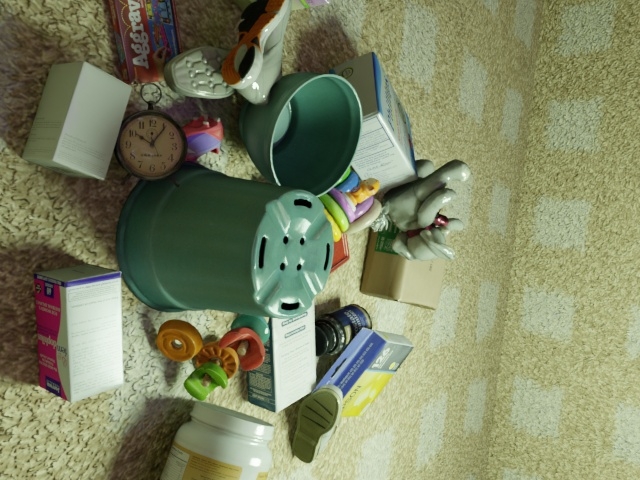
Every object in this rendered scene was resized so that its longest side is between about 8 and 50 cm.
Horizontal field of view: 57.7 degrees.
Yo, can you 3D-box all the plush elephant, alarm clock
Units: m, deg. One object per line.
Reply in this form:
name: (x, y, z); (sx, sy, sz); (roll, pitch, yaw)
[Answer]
plush elephant: (0.315, -0.058, 1.715); (0.330, 0.272, 0.255); (-41, 109, -15)
alarm clock: (-0.318, -0.197, 1.088); (0.130, 0.064, 0.191); (0, 101, -26)

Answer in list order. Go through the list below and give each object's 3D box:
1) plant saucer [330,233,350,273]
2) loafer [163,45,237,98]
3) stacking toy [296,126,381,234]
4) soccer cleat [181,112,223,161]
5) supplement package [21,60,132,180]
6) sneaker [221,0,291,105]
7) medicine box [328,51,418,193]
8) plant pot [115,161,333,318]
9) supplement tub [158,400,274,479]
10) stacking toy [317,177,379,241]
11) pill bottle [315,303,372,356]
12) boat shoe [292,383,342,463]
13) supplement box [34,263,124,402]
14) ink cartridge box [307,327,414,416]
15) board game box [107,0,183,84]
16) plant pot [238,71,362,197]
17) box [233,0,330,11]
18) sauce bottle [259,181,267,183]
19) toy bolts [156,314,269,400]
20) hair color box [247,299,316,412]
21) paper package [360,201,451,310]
plant saucer: (0.000, 0.000, 1.678); (0.259, 0.048, 0.258); (-34, 122, -46)
loafer: (-0.220, -0.362, 1.257); (0.319, 0.112, 0.111); (-27, 111, -52)
stacking toy: (0.028, -0.179, 1.580); (0.330, 0.141, 0.141); (54, 52, -22)
soccer cleat: (-0.300, -0.195, 1.216); (0.248, 0.083, 0.095); (-33, 136, -45)
supplement package: (-0.425, -0.207, 1.019); (0.105, 0.105, 0.179); (24, 78, -52)
sneaker: (-0.118, -0.406, 1.238); (0.121, 0.099, 0.262); (47, 60, -53)
medicine box: (0.148, -0.328, 1.652); (0.289, 0.149, 0.263); (49, 31, -46)
plant pot: (-0.175, 0.009, 1.203); (0.341, 0.334, 0.340); (-13, 106, -53)
supplement tub: (-0.242, 0.541, 1.297); (0.228, 0.228, 0.316); (36, 68, -50)
stacking toy: (0.029, -0.068, 1.490); (0.302, 0.175, 0.165); (-37, 117, -5)
pill bottle: (0.048, 0.269, 1.727); (0.219, 0.123, 0.122); (-13, 107, -52)
boat shoe: (0.001, 0.507, 1.667); (0.103, 0.113, 0.302); (-34, 153, -50)
supplement box: (-0.439, 0.164, 1.061); (0.114, 0.111, 0.219); (-12, 105, -52)
ink cartridge box: (0.129, 0.416, 1.799); (0.303, 0.072, 0.307); (-54, 149, 9)
board game box: (-0.348, -0.456, 1.143); (0.145, 0.027, 0.281); (-26, 117, -47)
plant pot: (-0.070, -0.265, 1.381); (0.293, 0.196, 0.292); (-28, 131, -38)
box: (-0.113, -0.609, 1.250); (0.214, 0.243, 0.117); (36, 68, -49)
sauce bottle: (-0.153, -0.082, 1.462); (0.042, 0.042, 0.128); (6, 89, -54)
toy bolts: (-0.225, 0.212, 1.311); (0.218, 0.229, 0.158); (53, 24, -17)
hair color box: (-0.105, 0.251, 1.531); (0.174, 0.105, 0.346); (-16, 110, -52)
paper package: (0.299, 0.057, 1.991); (0.310, 0.168, 0.324); (17, 83, -53)
